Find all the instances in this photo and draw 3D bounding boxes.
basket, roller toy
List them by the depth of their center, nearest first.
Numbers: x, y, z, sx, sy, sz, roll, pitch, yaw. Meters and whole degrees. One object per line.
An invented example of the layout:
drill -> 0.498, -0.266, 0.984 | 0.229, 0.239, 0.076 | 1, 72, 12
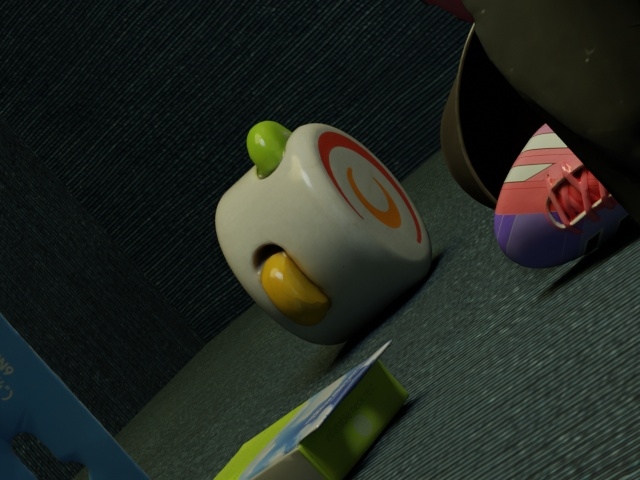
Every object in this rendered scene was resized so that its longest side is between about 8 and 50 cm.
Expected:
basket -> 0.163, -0.094, 1.223 | 0.227, 0.154, 0.204 | 115, 176, -82
roller toy -> 0.000, 0.000, 1.625 | 0.146, 0.209, 0.191 | -41, -36, 22

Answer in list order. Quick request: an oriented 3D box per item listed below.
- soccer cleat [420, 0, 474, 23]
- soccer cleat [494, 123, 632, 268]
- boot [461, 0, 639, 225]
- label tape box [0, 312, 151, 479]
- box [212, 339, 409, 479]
soccer cleat -> 0.212, -0.219, 1.301 | 0.331, 0.116, 0.143 | 10, -17, -34
soccer cleat -> 0.188, -0.053, 0.981 | 0.248, 0.083, 0.095 | -37, 10, 33
boot -> 0.186, -0.219, 0.467 | 0.146, 0.367, 0.445 | -14, -22, -38
label tape box -> -0.241, 0.224, 0.905 | 0.334, 0.240, 0.106 | -42, 2, 4
box -> -0.017, 0.144, 1.108 | 0.178, 0.042, 0.109 | -39, 5, 42
